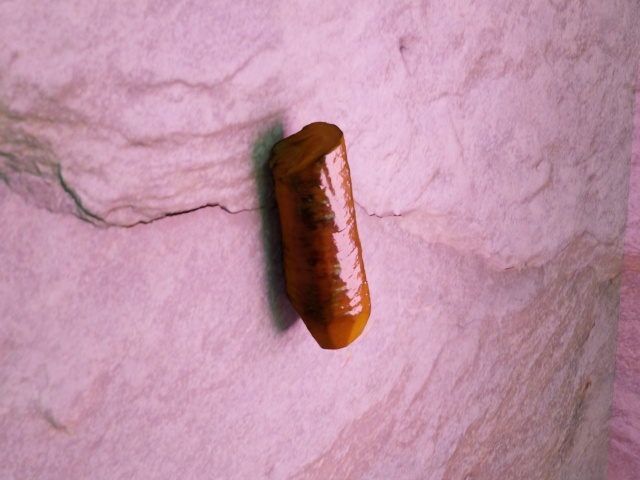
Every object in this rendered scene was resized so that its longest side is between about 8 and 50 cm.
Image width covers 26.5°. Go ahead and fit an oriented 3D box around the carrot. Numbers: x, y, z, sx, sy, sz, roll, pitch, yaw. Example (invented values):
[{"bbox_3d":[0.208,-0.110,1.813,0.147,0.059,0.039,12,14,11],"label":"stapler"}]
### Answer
[{"bbox_3d":[0.000,0.000,1.791,0.114,0.114,0.302,-42,132,-44],"label":"carrot"}]
